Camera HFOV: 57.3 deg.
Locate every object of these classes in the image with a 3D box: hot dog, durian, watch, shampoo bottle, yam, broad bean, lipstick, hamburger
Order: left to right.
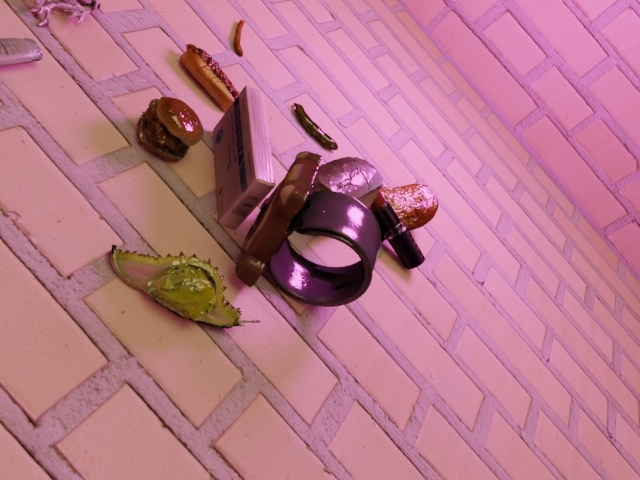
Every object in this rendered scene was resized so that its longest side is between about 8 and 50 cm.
[{"bbox_3d":[-0.740,-0.422,1.326,0.072,0.049,0.212,52,37,6],"label":"shampoo bottle"},{"bbox_3d":[-0.382,-0.304,1.524,0.159,0.131,0.184,26,39,-34],"label":"hamburger"},{"bbox_3d":[-0.288,0.106,1.287,0.375,0.107,0.132,31,46,-17],"label":"durian"},{"bbox_3d":[-0.333,-0.506,1.794,0.249,0.076,0.102,50,40,-1],"label":"hot dog"},{"bbox_3d":[-0.021,-0.399,2.054,0.226,0.039,0.069,50,31,1],"label":"broad bean"},{"bbox_3d":[0.000,0.000,1.484,0.327,0.335,0.314,29,40,-11],"label":"watch"},{"bbox_3d":[0.039,-0.142,1.774,0.201,0.202,0.271,38,37,9],"label":"yam"},{"bbox_3d":[0.242,-0.037,1.929,0.299,0.081,0.081,55,35,-14],"label":"lipstick"},{"bbox_3d":[0.290,-0.117,2.065,0.259,0.114,0.175,-7,65,-32],"label":"hot dog"}]

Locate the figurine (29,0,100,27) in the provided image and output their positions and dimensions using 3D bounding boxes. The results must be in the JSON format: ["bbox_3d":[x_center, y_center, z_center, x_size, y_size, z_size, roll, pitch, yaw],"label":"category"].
[{"bbox_3d":[-0.678,-0.718,1.551,0.315,0.206,0.284,45,31,4],"label":"figurine"}]

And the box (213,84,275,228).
[{"bbox_3d":[-0.212,-0.227,1.574,0.065,0.200,0.343,16,48,-33],"label":"box"}]

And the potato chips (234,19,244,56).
[{"bbox_3d":[-0.287,-0.724,2.075,0.037,0.026,0.203,27,41,-33],"label":"potato chips"}]
